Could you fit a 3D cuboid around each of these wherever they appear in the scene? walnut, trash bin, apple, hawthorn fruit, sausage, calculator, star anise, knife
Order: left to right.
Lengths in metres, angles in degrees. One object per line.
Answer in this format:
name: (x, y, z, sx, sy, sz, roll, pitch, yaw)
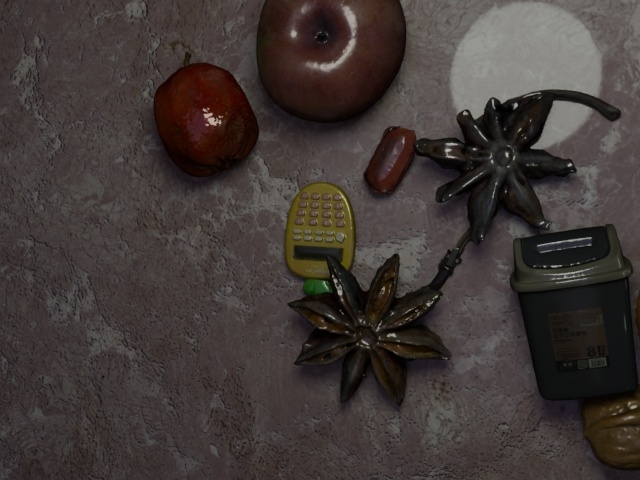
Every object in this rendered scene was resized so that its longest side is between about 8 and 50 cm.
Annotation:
hawthorn fruit: (-0.237, -0.257, 1.573, 0.205, 0.205, 0.253, -27, 79, 15)
calculator: (0.000, 0.000, 1.606, 0.146, 0.032, 0.235, 4, 93, 15)
apple: (0.015, -0.372, 1.475, 0.305, 0.235, 0.306, 1, 93, 13)
star anise: (0.092, 0.168, 1.545, 0.331, 0.117, 0.332, 1, 100, 8)
sausage: (0.136, -0.155, 1.541, 0.076, 0.076, 0.141, 27, 98, 12)
knife: (0.247, 0.051, 1.550, 0.045, 0.021, 0.222, 44, 103, 11)
star anise: (0.344, -0.142, 1.466, 0.359, 0.139, 0.316, 14, 94, -1)
trash bin: (0.456, 0.125, 1.423, 0.209, 0.182, 0.291, -9, 97, 14)
walnut: (0.554, 0.331, 1.425, 0.166, 0.149, 0.167, -4, 66, 8)

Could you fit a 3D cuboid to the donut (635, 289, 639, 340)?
donut: (0.672, 0.102, 1.338, 0.277, 0.108, 0.278, -3, 100, -20)
